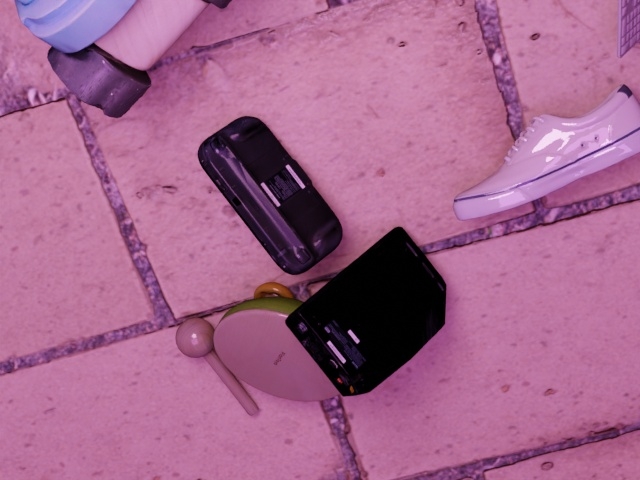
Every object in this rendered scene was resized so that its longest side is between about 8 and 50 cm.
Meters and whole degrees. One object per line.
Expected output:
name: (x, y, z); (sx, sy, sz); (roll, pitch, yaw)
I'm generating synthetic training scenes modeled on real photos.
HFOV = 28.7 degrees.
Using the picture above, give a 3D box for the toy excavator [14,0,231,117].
toy excavator: (-0.329, -0.403, 1.302); (0.222, 0.433, 0.445); (-42, 134, 16)

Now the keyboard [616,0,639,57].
keyboard: (0.350, -0.336, 1.403); (0.014, 0.072, 0.256); (9, 123, 27)

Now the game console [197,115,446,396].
game console: (0.000, 0.000, 1.518); (0.361, 0.213, 0.044); (53, 141, 0)

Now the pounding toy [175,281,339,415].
pounding toy: (-0.052, 0.116, 1.608); (0.237, 0.110, 0.183); (-21, 126, 40)

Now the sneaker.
sneaker: (0.271, -0.106, 1.513); (0.258, 0.094, 0.091); (-25, 92, 6)
